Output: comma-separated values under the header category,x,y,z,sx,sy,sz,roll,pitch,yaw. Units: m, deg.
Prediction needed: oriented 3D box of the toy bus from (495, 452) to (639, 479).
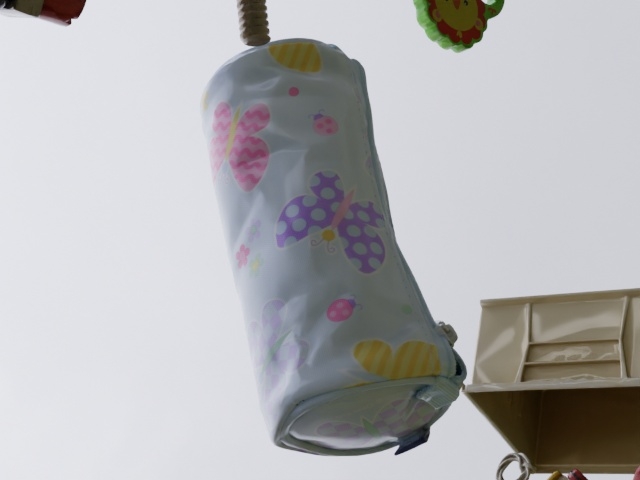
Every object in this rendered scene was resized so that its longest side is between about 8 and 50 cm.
category,x,y,z,sx,sy,sz,roll,pitch,yaw
toy bus,0.260,0.303,1.091,0.104,0.191,0.202,48,-138,-31

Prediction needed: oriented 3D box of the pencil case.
category,x,y,z,sx,sy,sz,roll,pitch,yaw
pencil case,0.000,0.000,0.735,0.124,0.273,0.113,-36,-36,29

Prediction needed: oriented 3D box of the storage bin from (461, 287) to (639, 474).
category,x,y,z,sx,sy,sz,roll,pitch,yaw
storage bin,0.340,0.174,1.359,0.262,0.260,0.123,49,-136,-47

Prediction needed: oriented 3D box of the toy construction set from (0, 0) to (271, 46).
category,x,y,z,sx,sy,sz,roll,pitch,yaw
toy construction set,-0.153,-0.249,0.525,0.309,0.257,0.237,-2,-105,-15

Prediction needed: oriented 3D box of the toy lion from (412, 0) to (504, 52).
category,x,y,z,sx,sy,sz,roll,pitch,yaw
toy lion,0.114,-0.200,0.937,0.100,0.034,0.096,-5,-97,-40
